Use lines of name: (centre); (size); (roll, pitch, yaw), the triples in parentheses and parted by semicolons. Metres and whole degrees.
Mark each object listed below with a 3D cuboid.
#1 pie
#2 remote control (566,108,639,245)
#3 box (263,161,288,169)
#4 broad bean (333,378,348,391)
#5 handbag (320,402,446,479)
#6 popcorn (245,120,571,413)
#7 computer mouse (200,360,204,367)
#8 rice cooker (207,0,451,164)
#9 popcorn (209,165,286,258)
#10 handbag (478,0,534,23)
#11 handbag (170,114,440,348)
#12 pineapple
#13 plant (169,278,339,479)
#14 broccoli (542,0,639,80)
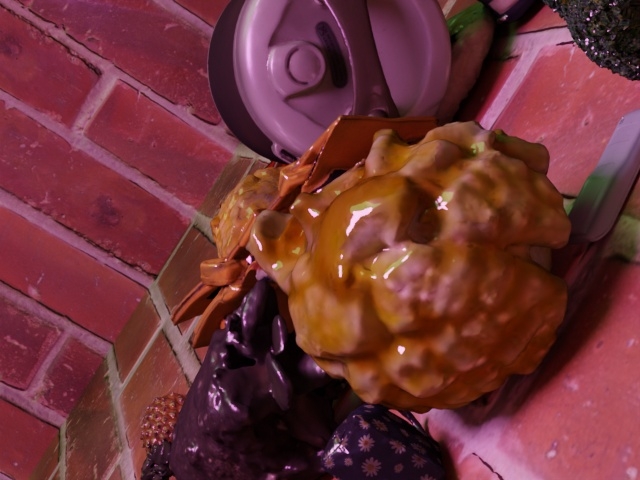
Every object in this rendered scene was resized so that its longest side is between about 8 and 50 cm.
pie: (0.170, -0.249, 1.753); (0.339, 0.077, 0.339); (-51, 16, 21)
remote control: (0.289, -0.065, 1.085); (0.162, 0.029, 0.061); (-61, 17, -15)
box: (-0.076, -0.045, 1.985); (0.240, 0.153, 0.074); (-40, 27, 49)
broad bean: (-0.001, 0.177, 1.510); (0.069, 0.039, 0.227); (-50, 16, -8)
handbag: (0.074, 0.201, 1.103); (0.072, 0.115, 0.139); (-59, -2, 24)
popcorn: (0.100, 0.031, 1.081); (0.335, 0.274, 0.279); (-53, 43, 47)
computer mouse: (-0.193, 0.238, 1.988); (0.079, 0.047, 0.135); (-60, 17, -6)
rice cooker: (0.011, -0.267, 1.586); (0.335, 0.335, 0.325); (-59, 15, -6)
popcorn: (-0.062, -0.008, 1.766); (0.190, 0.250, 0.250); (85, -159, -51)
handbag: (0.275, -0.458, 1.636); (0.181, 0.181, 0.254); (-47, 20, 31)
handbag: (0.000, 0.000, 1.449); (0.283, 0.133, 0.401); (-2, -36, -50)
pineapple: (-0.257, 0.378, 1.798); (0.130, 0.119, 0.277); (-5, 36, 12)
plant: (-0.063, 0.203, 1.344); (0.199, 0.188, 0.276); (-90, 25, -54)
broccoli: (0.322, -0.315, 1.065); (0.275, 0.308, 0.308); (-26, 7, -16)
